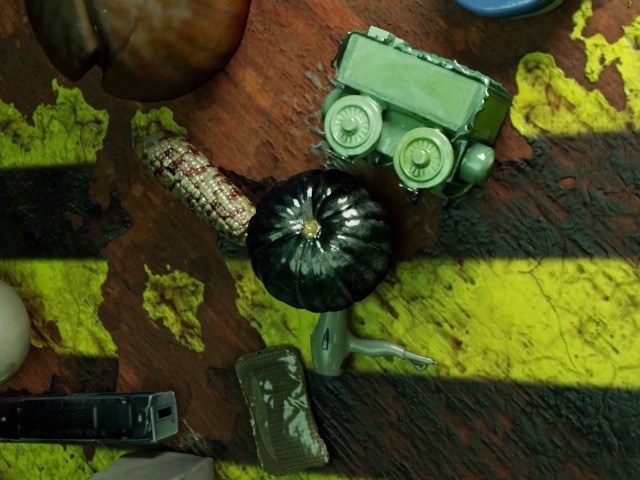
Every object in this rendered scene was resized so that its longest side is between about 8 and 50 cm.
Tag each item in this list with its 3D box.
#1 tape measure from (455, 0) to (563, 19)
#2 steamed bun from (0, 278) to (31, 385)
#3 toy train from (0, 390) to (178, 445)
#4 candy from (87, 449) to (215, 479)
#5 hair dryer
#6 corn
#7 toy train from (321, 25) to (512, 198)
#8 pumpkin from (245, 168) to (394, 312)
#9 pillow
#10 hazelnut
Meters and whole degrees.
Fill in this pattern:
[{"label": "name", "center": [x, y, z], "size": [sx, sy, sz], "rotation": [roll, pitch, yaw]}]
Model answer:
[{"label": "tape measure", "center": [0.195, -0.401, 1.415], "size": [0.351, 0.098, 0.215], "rotation": [-5, 94, 33]}, {"label": "steamed bun", "center": [-0.634, 0.159, 1.945], "size": [0.232, 0.145, 0.231], "rotation": [14, 118, 27]}, {"label": "toy train", "center": [-0.439, 0.323, 1.889], "size": [0.410, 0.089, 0.086], "rotation": [-7, 89, 31]}, {"label": "candy", "center": [-0.286, 0.447, 1.765], "size": [0.195, 0.185, 0.137], "rotation": [-2, 101, 30]}, {"label": "hair dryer", "center": [0.074, 0.126, 1.591], "size": [0.199, 0.067, 0.167], "rotation": [-9, 87, 20]}, {"label": "corn", "center": [-0.192, -0.084, 1.689], "size": [0.253, 0.086, 0.086], "rotation": [43, 115, 17]}, {"label": "toy train", "center": [0.130, -0.174, 1.454], "size": [0.272, 0.159, 0.188], "rotation": [26, 100, 24]}, {"label": "pumpkin", "center": [0.000, 0.000, 1.534], "size": [0.221, 0.162, 0.220], "rotation": [-2, 76, 9]}, {"label": "pillow", "center": [-0.067, 0.278, 1.699], "size": [0.135, 0.034, 0.211], "rotation": [-20, 85, 32]}, {"label": "hazelnut", "center": [-0.294, -0.409, 1.566], "size": [0.359, 0.359, 0.409], "rotation": [-16, 83, 31]}]
